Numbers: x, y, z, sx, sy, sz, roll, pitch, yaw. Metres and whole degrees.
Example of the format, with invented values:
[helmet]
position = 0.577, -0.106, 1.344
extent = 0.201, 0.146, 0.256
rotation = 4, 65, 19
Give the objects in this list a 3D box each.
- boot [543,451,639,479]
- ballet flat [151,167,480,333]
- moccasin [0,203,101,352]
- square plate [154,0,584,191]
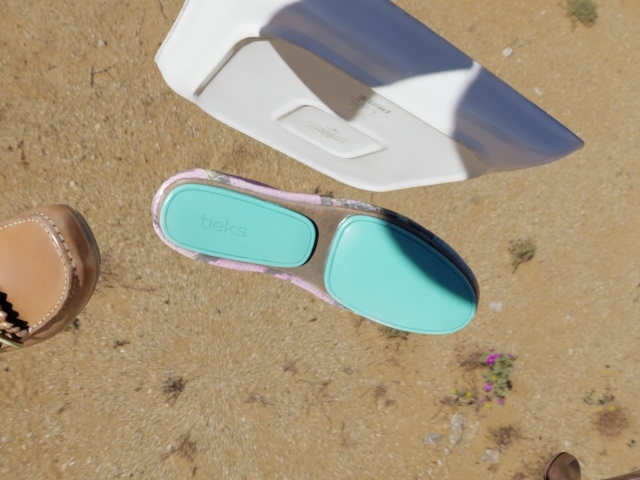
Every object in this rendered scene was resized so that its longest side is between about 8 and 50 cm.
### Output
[boot]
position = 0.233, 0.197, 0.421
extent = 0.037, 0.114, 0.106
rotation = 47, 41, 6
[ballet flat]
position = 0.000, 0.000, 0.356
extent = 0.222, 0.079, 0.077
rotation = 17, 106, -7
[moccasin]
position = -0.383, 0.065, 0.535
extent = 0.380, 0.147, 0.139
rotation = -16, 93, 22
[square plate]
position = 0.012, -0.132, 0.536
extent = 0.347, 0.344, 0.049
rotation = 24, 81, -24
